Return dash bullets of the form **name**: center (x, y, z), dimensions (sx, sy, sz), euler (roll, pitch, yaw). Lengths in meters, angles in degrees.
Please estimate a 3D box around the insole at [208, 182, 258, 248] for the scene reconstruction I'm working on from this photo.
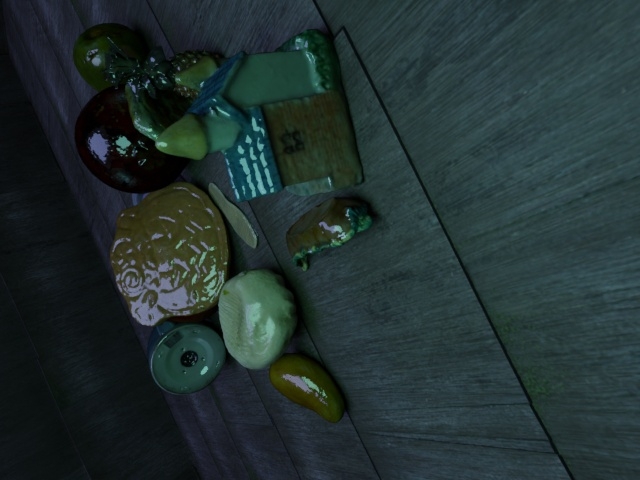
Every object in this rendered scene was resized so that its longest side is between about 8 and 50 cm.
- **insole**: center (-0.243, -0.073, 1.139), dimensions (0.248, 0.011, 0.081), euler (46, 139, 26)

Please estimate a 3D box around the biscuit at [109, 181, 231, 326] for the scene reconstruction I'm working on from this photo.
- **biscuit**: center (-0.431, 0.034, 1.187), dimensions (0.062, 0.366, 0.384), euler (30, -140, -77)

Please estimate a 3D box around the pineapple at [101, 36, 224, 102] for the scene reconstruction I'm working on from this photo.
- **pineapple**: center (-0.330, -0.358, 0.896), dimensions (0.125, 0.252, 0.125), euler (15, 108, 54)

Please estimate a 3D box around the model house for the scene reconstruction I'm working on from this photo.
- **model house**: center (-0.126, -0.179, 0.678), dimensions (0.194, 0.325, 0.266), euler (1, 109, 49)

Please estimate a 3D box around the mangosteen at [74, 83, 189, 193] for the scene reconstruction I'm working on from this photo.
- **mangosteen**: center (-0.501, -0.277, 1.130), dimensions (0.311, 0.311, 0.310), euler (27, 128, 41)

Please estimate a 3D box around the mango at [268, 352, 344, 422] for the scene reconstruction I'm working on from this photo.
- **mango**: center (-0.033, 0.362, 1.042), dimensions (0.228, 0.099, 0.136), euler (28, 125, 30)

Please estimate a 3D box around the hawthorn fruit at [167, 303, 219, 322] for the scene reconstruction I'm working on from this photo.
- **hawthorn fruit**: center (-0.435, 0.167, 1.306), dimensions (0.208, 0.248, 0.207), euler (26, 125, 45)

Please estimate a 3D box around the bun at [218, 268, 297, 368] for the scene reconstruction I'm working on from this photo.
- **bun**: center (-0.146, 0.192, 1.043), dimensions (0.259, 0.160, 0.258), euler (10, 102, 57)

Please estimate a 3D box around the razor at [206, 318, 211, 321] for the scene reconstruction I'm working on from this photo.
- **razor**: center (-0.461, 0.216, 1.540), dimensions (0.191, 0.037, 0.068), euler (53, 177, 21)

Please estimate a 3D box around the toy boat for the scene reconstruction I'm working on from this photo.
- **toy boat**: center (-0.010, -0.005, 0.820), dimensions (0.099, 0.108, 0.293), euler (35, 150, -11)

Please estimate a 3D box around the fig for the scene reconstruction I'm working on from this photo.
- **fig**: center (-0.583, -0.481, 1.231), dimensions (0.206, 0.206, 0.275), euler (39, 158, 32)

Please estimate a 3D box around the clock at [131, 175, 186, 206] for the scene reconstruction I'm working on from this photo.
- **clock**: center (-0.511, -0.072, 1.396), dimensions (0.339, 0.102, 0.338), euler (27, 129, 40)

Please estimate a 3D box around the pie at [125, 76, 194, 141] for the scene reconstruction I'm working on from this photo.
- **pie**: center (-0.351, -0.295, 0.990), dimensions (0.054, 0.241, 0.240), euler (-25, 88, 27)

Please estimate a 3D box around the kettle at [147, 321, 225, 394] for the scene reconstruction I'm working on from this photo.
- **kettle**: center (-0.534, 0.352, 1.532), dimensions (0.342, 0.247, 0.319), euler (14, 132, 60)
